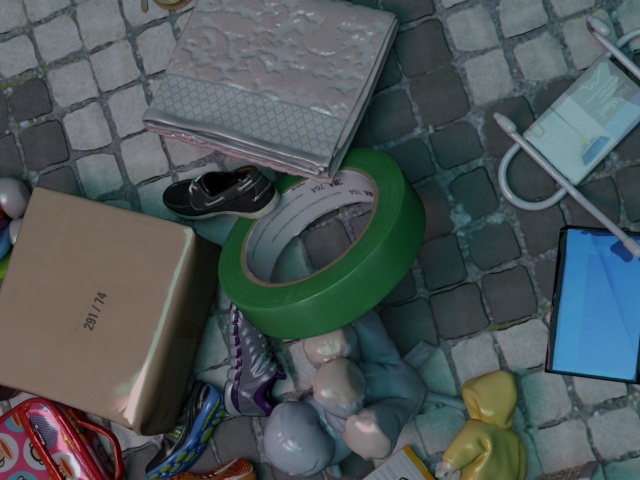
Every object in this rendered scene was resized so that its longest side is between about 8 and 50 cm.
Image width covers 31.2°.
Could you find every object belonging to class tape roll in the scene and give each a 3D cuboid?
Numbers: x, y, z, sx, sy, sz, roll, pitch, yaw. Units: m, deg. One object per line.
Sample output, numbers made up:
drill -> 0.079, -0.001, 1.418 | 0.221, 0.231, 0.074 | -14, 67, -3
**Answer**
tape roll -> 0.000, 0.000, 1.717 | 0.321, 0.321, 0.077 | -32, 124, 9

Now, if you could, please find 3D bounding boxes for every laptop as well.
laptop -> 0.471, 0.100, 1.678 | 0.136, 0.264, 0.234 | 6, 89, -24

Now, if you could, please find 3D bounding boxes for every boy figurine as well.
boy figurine -> 0.240, 0.335, 1.719 | 0.092, 0.177, 0.285 | -7, 74, 51

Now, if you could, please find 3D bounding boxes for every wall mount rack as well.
wall mount rack -> 0.437, -0.153, 1.703 | 0.304, 0.130, 0.350 | 45, 98, 11

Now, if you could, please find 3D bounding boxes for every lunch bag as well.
lunch bag -> -0.437, 0.406, 1.885 | 0.258, 0.120, 0.293 | -34, 83, 5

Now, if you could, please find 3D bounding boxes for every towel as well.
towel -> -0.079, -0.268, 1.807 | 0.332, 0.053, 0.317 | 16, 67, 13

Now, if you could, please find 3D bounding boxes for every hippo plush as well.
hippo plush -> 0.022, 0.236, 1.747 | 0.236, 0.294, 0.234 | -33, 80, 32

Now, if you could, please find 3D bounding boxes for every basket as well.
basket -> 0.368, 0.397, 1.677 | 0.103, 0.167, 0.113 | -16, 83, 18

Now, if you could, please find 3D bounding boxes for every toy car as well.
toy car -> -0.566, -0.021, 1.918 | 0.159, 0.136, 0.182 | -21, 83, 11

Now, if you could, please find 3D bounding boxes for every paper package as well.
paper package -> -0.346, 0.112, 1.820 | 0.309, 0.168, 0.325 | 15, 83, 16

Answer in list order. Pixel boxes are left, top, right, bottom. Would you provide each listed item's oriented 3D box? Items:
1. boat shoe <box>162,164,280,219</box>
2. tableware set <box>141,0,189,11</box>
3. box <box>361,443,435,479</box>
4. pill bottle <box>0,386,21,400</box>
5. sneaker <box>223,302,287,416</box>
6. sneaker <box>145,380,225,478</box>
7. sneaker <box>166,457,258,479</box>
boat shoe -> -0.170, -0.084, 1.827 | 0.233, 0.079, 0.084 | 0, 52, 41
tableware set -> -0.257, -0.485, 1.920 | 0.128, 0.039, 0.194 | -8, 86, 12
box -> 0.107, 0.390, 1.782 | 0.136, 0.028, 0.081 | -36, 80, -10
pill bottle -> -0.556, 0.228, 1.896 | 0.086, 0.152, 0.086 | -1, 87, 12
sneaker -> -0.095, 0.176, 1.833 | 0.098, 0.083, 0.224 | 6, 99, 16
sneaker -> -0.226, 0.311, 1.871 | 0.078, 0.067, 0.188 | 38, 98, 33
sneaker -> -0.184, 0.405, 1.848 | 0.175, 0.064, 0.067 | -13, 119, 11
